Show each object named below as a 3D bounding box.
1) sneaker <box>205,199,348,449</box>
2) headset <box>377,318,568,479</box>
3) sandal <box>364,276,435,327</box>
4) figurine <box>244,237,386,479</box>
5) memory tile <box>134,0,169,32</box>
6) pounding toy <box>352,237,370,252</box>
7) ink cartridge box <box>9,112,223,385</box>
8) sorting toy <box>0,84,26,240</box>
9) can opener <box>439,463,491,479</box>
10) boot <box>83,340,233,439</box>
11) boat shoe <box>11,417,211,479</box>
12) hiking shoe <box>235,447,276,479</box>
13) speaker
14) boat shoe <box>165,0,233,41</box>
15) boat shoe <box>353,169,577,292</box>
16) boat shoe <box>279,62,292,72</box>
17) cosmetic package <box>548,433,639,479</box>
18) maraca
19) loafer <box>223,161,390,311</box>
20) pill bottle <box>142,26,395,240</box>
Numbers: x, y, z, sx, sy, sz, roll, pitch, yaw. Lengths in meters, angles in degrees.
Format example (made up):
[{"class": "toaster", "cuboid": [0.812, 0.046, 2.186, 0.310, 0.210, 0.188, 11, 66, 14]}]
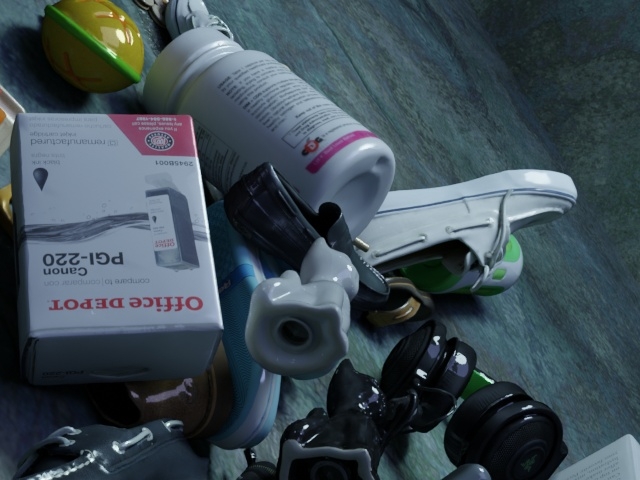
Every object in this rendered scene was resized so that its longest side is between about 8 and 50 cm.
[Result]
[{"class": "sneaker", "cuboid": [-0.039, 0.111, 1.221, 0.208, 0.127, 0.319, 38, 27, -32]}, {"class": "headset", "cuboid": [0.154, 0.222, 1.440, 0.243, 0.185, 0.394, 38, 7, 24]}, {"class": "sandal", "cuboid": [0.092, 0.092, 1.614, 0.219, 0.090, 0.060, 30, 52, -59]}, {"class": "figurine", "cuboid": [0.007, 0.113, 1.107, 0.209, 0.092, 0.215, -55, 134, -72]}, {"class": "memory tile", "cuboid": [-0.219, -0.338, 1.682, 0.113, 0.012, 0.148, 44, 24, -24]}, {"class": "pounding toy", "cuboid": [-0.031, -0.035, 1.491, 0.130, 0.100, 0.141, 28, 33, -48]}, {"class": "ink cartridge box", "cuboid": [-0.176, 0.004, 1.004, 0.158, 0.092, 0.218, -1, 61, -17]}, {"class": "sorting toy", "cuboid": [-0.346, -0.140, 1.063, 0.348, 0.047, 0.196, 47, 22, -17]}, {"class": "can opener", "cuboid": [0.051, 0.288, 1.008, 0.280, 0.093, 0.074, -30, 91, -26]}, {"class": "boot", "cuboid": [-0.178, 0.036, 1.086, 0.115, 0.112, 0.305, 9, 50, -47]}, {"class": "boat shoe", "cuboid": [-0.174, 0.181, 0.866, 0.091, 0.114, 0.302, 61, 10, 16]}, {"class": "hiking shoe", "cuboid": [0.007, 0.284, 1.105, 0.227, 0.086, 0.114, 47, 25, -14]}, {"class": "speaker", "cuboid": [0.227, 0.026, 1.909, 0.296, 0.131, 0.131, 7, 50, -62]}, {"class": "boat shoe", "cuboid": [-0.150, -0.262, 1.600, 0.083, 0.075, 0.226, 32, 35, -46]}, {"class": "boat shoe", "cuboid": [0.205, 0.002, 1.680, 0.367, 0.136, 0.156, -8, 69, -17]}, {"class": "boat shoe", "cuboid": [-0.058, -0.146, 1.645, 0.095, 0.095, 0.257, 7, 43, -44]}, {"class": "cosmetic package", "cuboid": [0.305, 0.434, 1.308, 0.161, 0.230, 0.453, 51, 22, -11]}, {"class": "maraca", "cuboid": [-0.254, -0.218, 1.319, 0.127, 0.099, 0.185, 42, -1, -21]}, {"class": "loafer", "cuboid": [0.000, 0.000, 1.229, 0.223, 0.078, 0.076, 37, 19, -31]}, {"class": "pill bottle", "cuboid": [-0.065, -0.119, 1.374, 0.283, 0.160, 0.160, 40, 14, 25]}]
